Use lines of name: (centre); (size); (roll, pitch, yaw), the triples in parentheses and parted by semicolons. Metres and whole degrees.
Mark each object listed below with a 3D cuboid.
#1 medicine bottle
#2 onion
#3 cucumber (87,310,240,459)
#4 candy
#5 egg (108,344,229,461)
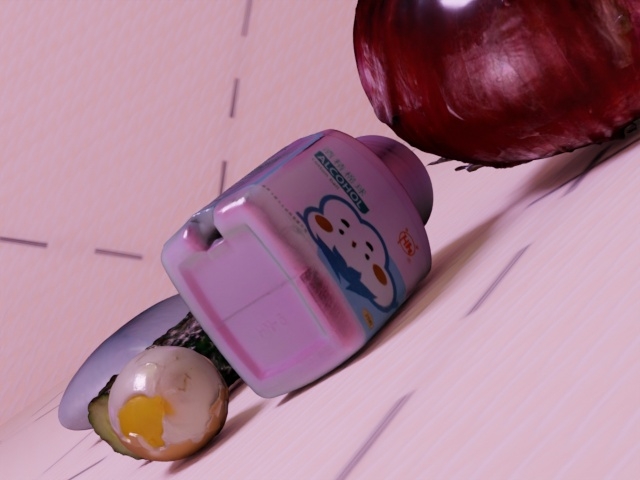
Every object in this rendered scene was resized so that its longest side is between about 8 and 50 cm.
medicine bottle: (0.000, 0.000, 0.901); (0.094, 0.119, 0.188); (-33, 5, 33)
onion: (0.157, -0.186, 0.956); (0.314, 0.232, 0.314); (-25, 26, 13)
cucumber: (-0.064, 0.066, 1.086); (0.067, 0.067, 0.293); (-33, 5, 37)
candy: (-0.160, 0.106, 1.357); (0.138, 0.071, 0.174); (-33, 5, 26)
egg: (-0.095, 0.100, 0.892); (0.071, 0.071, 0.083); (-39, 2, -39)
